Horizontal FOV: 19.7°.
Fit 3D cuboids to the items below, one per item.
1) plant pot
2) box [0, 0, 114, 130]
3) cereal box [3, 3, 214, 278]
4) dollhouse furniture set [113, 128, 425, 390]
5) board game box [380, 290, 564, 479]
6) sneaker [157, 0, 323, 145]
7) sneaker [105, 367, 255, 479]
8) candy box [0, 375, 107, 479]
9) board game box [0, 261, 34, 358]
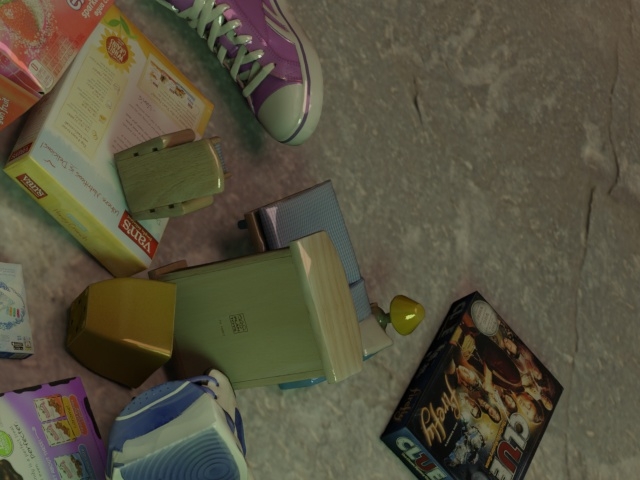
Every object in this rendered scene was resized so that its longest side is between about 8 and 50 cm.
[{"bbox_3d":[-0.192,0.081,1.741,0.083,0.081,0.081,16,56,-24],"label":"plant pot"},{"bbox_3d":[-0.291,-0.239,1.764,0.142,0.154,0.300,44,43,-18],"label":"box"},{"bbox_3d":[-0.206,-0.103,1.840,0.173,0.047,0.240,46,42,-28],"label":"cereal box"},{"bbox_3d":[0.000,0.000,1.839,0.303,0.198,0.286,-21,97,-50],"label":"dollhouse furniture set"},{"bbox_3d":[0.175,0.193,2.068,0.165,0.042,0.243,48,42,-14],"label":"board game box"},{"bbox_3d":[-0.106,-0.226,1.996,0.161,0.102,0.282,2,56,-41],"label":"sneaker"},{"bbox_3d":[-0.130,0.186,1.654,0.315,0.127,0.182,71,-3,-58],"label":"sneaker"},{"bbox_3d":[-0.272,0.218,1.584,0.196,0.070,0.165,-8,74,-48],"label":"candy box"},{"bbox_3d":[-0.307,0.061,1.676,0.090,0.020,0.090,9,62,-42],"label":"board game box"}]
